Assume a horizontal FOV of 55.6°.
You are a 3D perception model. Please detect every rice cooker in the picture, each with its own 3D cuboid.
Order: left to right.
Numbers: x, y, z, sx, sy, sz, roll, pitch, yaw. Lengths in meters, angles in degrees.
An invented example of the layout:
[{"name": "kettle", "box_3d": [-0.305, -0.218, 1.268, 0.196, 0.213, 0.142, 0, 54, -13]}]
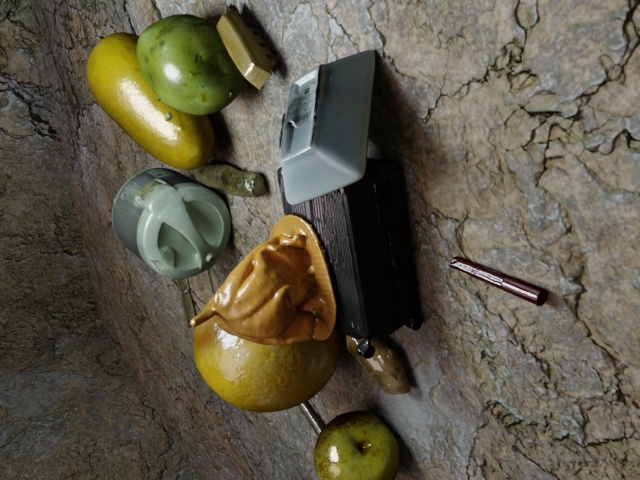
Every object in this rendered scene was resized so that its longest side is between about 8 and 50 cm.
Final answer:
[{"name": "rice cooker", "box_3d": [-0.415, -0.053, 1.698, 0.277, 0.288, 0.288, 27, 131, 45]}]

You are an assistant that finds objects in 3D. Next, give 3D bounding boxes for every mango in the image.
[{"name": "mango", "box_3d": [-0.422, -0.351, 1.557, 0.445, 0.220, 0.301, 42, 163, 24]}]

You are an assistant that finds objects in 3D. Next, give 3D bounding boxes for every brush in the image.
[{"name": "brush", "box_3d": [-0.497, 0.204, 2.227, 0.036, 0.043, 0.248, 28, 132, 57]}]

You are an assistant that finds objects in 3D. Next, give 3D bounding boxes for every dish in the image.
[{"name": "dish", "box_3d": [-0.006, -0.196, 1.000, 0.182, 0.080, 0.243, -18, 58, 46]}]

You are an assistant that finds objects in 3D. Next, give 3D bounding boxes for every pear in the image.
[{"name": "pear", "box_3d": [0.079, 0.489, 1.365, 0.197, 0.197, 0.197, 36, 138, 42]}]

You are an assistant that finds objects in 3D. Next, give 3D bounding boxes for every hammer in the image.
[{"name": "hammer", "box_3d": [-0.062, 0.441, 1.699, 0.365, 0.043, 0.111, 51, 146, 28]}]

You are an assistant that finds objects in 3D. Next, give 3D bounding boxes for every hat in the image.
[{"name": "hat", "box_3d": [-0.125, 0.102, 1.091, 0.233, 0.233, 0.244, 54, 147, 25]}]

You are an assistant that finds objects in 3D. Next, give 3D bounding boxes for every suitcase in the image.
[{"name": "suitcase", "box_3d": [0.048, 0.014, 1.130, 0.229, 0.152, 0.335, 17, 124, 52]}]

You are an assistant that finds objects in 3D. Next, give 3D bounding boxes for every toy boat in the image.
[{"name": "toy boat", "box_3d": [-0.150, -0.400, 1.246, 0.057, 0.077, 0.200, -43, 69, 40]}]

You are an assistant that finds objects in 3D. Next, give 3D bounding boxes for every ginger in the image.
[{"name": "ginger", "box_3d": [0.118, 0.244, 1.256, 0.190, 0.069, 0.095, 45, 168, 32]}]

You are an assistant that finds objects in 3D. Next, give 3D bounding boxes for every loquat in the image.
[{"name": "loquat", "box_3d": [-0.109, 0.202, 1.357, 0.328, 0.328, 0.359, 43, 120, 35]}]

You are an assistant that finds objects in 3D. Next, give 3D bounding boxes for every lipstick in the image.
[{"name": "lipstick", "box_3d": [0.269, 0.058, 0.939, 0.176, 0.027, 0.027, 27, 131, 50]}]

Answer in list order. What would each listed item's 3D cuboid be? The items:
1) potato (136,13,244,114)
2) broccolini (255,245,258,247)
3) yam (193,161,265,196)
[{"name": "potato", "box_3d": [-0.291, -0.395, 1.344, 0.304, 0.216, 0.216, -124, 29, -45]}, {"name": "broccolini", "box_3d": [-0.111, 0.128, 1.558, 0.071, 0.057, 0.254, -33, 81, 16]}, {"name": "yam", "box_3d": [-0.238, -0.158, 1.556, 0.317, 0.067, 0.071, 18, 154, 52]}]
